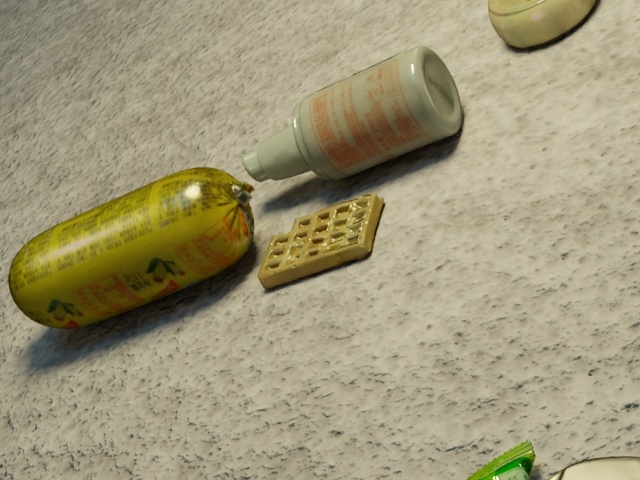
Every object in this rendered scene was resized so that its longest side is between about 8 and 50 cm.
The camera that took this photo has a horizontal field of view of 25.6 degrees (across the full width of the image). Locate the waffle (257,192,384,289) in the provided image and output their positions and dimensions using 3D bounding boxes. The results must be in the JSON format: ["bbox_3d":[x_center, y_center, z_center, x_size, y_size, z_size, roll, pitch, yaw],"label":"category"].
[{"bbox_3d":[0.000,0.000,1.461,0.135,0.021,0.092,-18,36,30],"label":"waffle"}]

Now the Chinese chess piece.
[{"bbox_3d":[0.242,-0.263,1.539,0.122,0.051,0.122,-28,30,18],"label":"Chinese chess piece"}]

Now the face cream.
[{"bbox_3d":[0.023,-0.118,1.523,0.251,0.101,0.101,-22,33,28],"label":"face cream"}]

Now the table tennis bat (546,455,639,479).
[{"bbox_3d":[0.165,0.199,0.946,0.274,0.021,0.154,3,42,33],"label":"table tennis bat"}]

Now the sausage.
[{"bbox_3d":[-0.214,0.013,1.570,0.347,0.123,0.123,-22,33,27],"label":"sausage"}]

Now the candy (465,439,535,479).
[{"bbox_3d":[0.122,0.222,0.998,0.102,0.032,0.178,-27,30,12],"label":"candy"}]
